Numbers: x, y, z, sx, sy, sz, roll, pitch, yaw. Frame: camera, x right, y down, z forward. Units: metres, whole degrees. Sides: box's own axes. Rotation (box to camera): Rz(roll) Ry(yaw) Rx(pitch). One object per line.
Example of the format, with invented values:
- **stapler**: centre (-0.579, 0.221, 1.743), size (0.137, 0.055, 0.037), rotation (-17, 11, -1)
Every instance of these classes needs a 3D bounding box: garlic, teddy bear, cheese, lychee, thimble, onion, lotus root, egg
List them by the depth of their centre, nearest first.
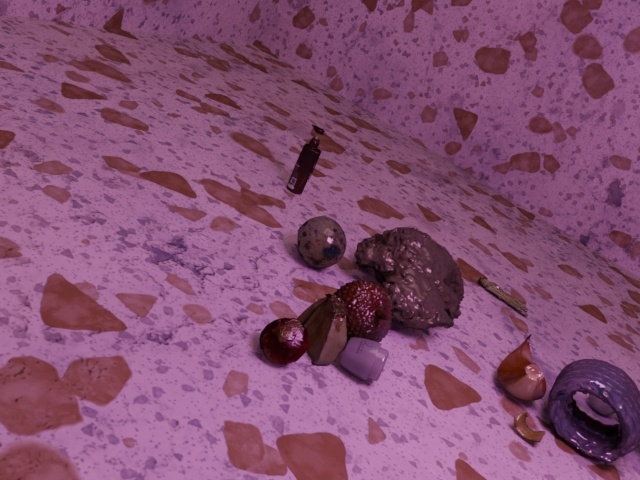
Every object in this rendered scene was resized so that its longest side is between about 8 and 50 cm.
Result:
- **onion**: centre (-0.076, 0.215, 1.423), size (0.107, 0.097, 0.107), rotation (-6, 45, 6)
- **lotus root**: centre (0.018, 0.195, 1.508), size (0.070, 0.144, 0.143), rotation (14, 34, -33)
- **lychee**: centre (0.100, 0.174, 1.591), size (0.165, 0.165, 0.197), rotation (5, -10, -43)
- **cheese**: centre (0.499, 0.452, 1.615), size (0.084, 0.041, 0.060), rotation (51, 36, 12)
- **thimble**: centre (0.695, 0.430, 1.688), size (0.236, 0.205, 0.172), rotation (56, 32, 3)
- **garlic**: centre (0.529, 0.353, 1.772), size (0.115, 0.128, 0.206), rotation (-14, 15, 13)
- **teddy bear**: centre (0.242, 0.126, 1.867), size (0.357, 0.224, 0.367), rotation (30, 38, 2)
- **egg**: centre (0.000, 0.000, 1.879), size (0.141, 0.141, 0.181), rotation (19, 17, -19)

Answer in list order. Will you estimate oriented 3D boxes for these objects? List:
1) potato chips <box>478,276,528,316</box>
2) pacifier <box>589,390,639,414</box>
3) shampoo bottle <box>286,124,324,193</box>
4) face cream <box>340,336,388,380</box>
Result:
- **potato chips**: centre (0.642, 0.190, 2.325), size (0.207, 0.028, 0.092), rotation (35, 26, 20)
- **pacifier**: centre (0.883, 0.460, 1.841), size (0.269, 0.288, 0.343), rotation (-2, -36, 36)
- **shampoo bottle**: centre (-0.047, -0.274, 2.270), size (0.068, 0.236, 0.067), rotation (30, 21, 10)
- **face cream**: centre (0.099, 0.266, 1.502), size (0.095, 0.091, 0.091), rotation (22, 22, 9)
